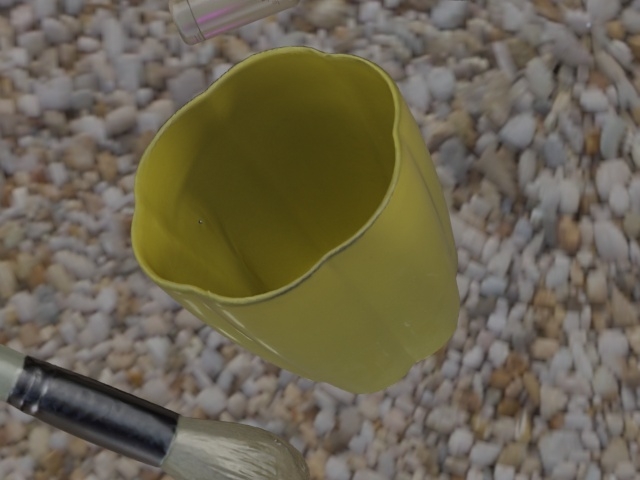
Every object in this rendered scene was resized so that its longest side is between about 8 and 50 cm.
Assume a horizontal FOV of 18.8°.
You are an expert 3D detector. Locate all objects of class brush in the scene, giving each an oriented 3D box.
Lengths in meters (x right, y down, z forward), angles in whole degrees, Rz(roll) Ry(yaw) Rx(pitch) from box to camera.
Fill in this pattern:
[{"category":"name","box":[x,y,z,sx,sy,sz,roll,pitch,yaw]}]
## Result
[{"category":"brush","box":[-0.139,0.052,0.816,0.299,0.039,0.042,24,67,-5]}]

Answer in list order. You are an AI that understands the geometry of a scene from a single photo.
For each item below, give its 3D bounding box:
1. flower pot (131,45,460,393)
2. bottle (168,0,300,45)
[{"category":"flower pot","box":[0.000,0.000,1.251,0.195,0.179,0.195,-15,53,20]},{"category":"bottle","box":[-0.066,-0.184,1.480,0.096,0.045,0.045,-22,93,3]}]
